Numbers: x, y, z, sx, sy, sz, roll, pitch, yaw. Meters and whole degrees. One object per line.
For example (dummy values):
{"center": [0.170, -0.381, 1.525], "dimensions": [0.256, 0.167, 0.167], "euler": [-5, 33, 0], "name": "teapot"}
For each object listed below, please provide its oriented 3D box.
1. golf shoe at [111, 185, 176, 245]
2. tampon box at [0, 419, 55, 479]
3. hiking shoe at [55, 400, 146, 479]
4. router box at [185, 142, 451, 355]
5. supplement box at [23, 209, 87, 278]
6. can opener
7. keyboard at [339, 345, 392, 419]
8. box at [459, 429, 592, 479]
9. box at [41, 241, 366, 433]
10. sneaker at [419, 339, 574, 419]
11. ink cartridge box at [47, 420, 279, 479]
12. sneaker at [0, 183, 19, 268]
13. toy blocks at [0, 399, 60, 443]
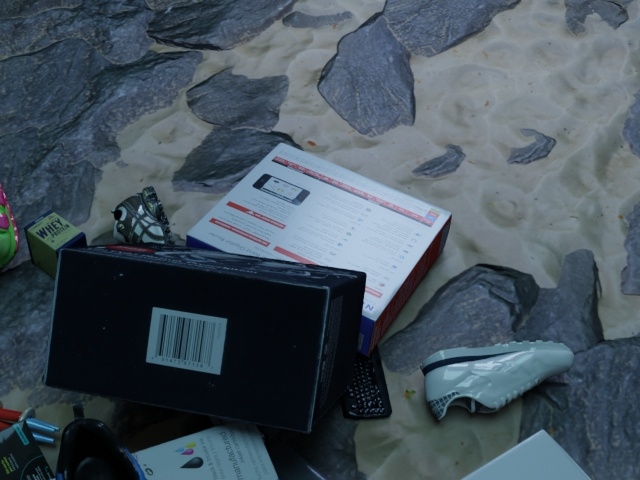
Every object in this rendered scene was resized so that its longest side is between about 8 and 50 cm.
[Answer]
{"center": [-0.287, -0.001, 1.610], "dimensions": [0.094, 0.077, 0.198], "euler": [-20, 44, -8], "name": "golf shoe"}
{"center": [-0.426, 0.321, 1.244], "dimensions": [0.161, 0.101, 0.120], "euler": [-27, 84, -27], "name": "tampon box"}
{"center": [-0.205, 0.318, 1.001], "dimensions": [0.113, 0.132, 0.304], "euler": [-24, 54, -22], "name": "hiking shoe"}
{"center": [0.000, 0.000, 1.597], "dimensions": [0.335, 0.082, 0.301], "euler": [24, 44, 17], "name": "router box"}
{"center": [-0.419, 0.012, 1.570], "dimensions": [0.083, 0.083, 0.056], "euler": [31, 51, 24], "name": "supplement box"}
{"center": [-0.051, 0.296, 1.343], "dimensions": [0.280, 0.074, 0.093], "euler": [38, 54, 27], "name": "can opener"}
{"center": [0.045, 0.182, 1.482], "dimensions": [0.100, 0.038, 0.192], "euler": [-5, 47, -9], "name": "keyboard"}
{"center": [0.168, 0.413, 1.157], "dimensions": [0.345, 0.215, 0.168], "euler": [-25, 54, -24], "name": "box"}
{"center": [-0.136, 0.111, 1.309], "dimensions": [0.343, 0.178, 0.312], "euler": [8, 2, 10], "name": "box"}
{"center": [0.267, 0.207, 1.457], "dimensions": [0.235, 0.090, 0.094], "euler": [-8, 61, -7], "name": "sneaker"}
{"center": [-0.176, 0.376, 1.174], "dimensions": [0.270, 0.197, 0.198], "euler": [-16, 50, -17], "name": "ink cartridge box"}
{"center": [-0.656, -0.146, 1.603], "dimensions": [0.202, 0.185, 0.482], "euler": [-22, 62, -15], "name": "sneaker"}
{"center": [-0.445, 0.275, 1.345], "dimensions": [0.148, 0.054, 0.123], "euler": [13, 47, 7], "name": "toy blocks"}
